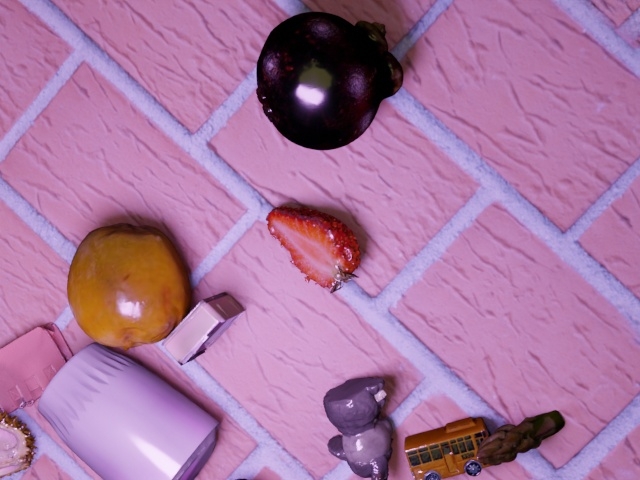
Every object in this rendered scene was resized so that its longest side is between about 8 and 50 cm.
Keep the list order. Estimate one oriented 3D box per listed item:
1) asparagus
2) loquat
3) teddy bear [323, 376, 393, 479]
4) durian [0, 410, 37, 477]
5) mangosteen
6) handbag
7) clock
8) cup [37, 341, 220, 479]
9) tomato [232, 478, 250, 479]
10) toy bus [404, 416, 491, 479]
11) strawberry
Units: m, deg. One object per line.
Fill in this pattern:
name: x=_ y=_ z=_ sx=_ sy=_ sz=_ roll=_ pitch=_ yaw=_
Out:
asparagus: x=0.424 y=0.431 z=1.607 sx=0.080 sy=0.287 sz=0.080 roll=10 pitch=104 yaw=46
loquat: x=-0.427 y=0.101 z=1.662 sx=0.276 sy=0.276 sz=0.283 roll=-6 pitch=89 yaw=7
teddy bear: x=0.088 y=0.425 z=1.682 sx=0.171 sy=0.144 sz=0.251 roll=3 pitch=112 yaw=41
durian: x=-0.795 y=0.493 z=1.783 sx=0.250 sy=0.138 sz=0.183 roll=-24 pitch=93 yaw=6
mangosteen: x=0.019 y=-0.332 z=1.571 sx=0.314 sy=0.297 sz=0.296 roll=4 pitch=94 yaw=-15
handbag: x=-0.708 y=0.313 z=1.803 sx=0.212 sy=0.059 sz=0.157 roll=-31 pitch=88 yaw=9
clock: x=-0.260 y=0.195 z=1.674 sx=0.071 sy=0.192 sz=0.147 roll=44 pitch=98 yaw=5
cup: x=-0.430 y=0.419 z=1.677 sx=0.371 sy=0.253 sz=0.253 roll=37 pitch=97 yaw=5
tomato: x=-0.179 y=0.662 z=1.704 sx=0.214 sy=0.155 sz=0.180 roll=-31 pitch=54 yaw=13
toy bus: x=0.295 y=0.471 z=1.668 sx=0.201 sy=0.098 sz=0.114 roll=-18 pitch=91 yaw=9
strawberry: x=0.004 y=-0.003 z=1.682 sx=0.175 sy=0.107 sz=0.236 roll=-35 pitch=87 yaw=44
